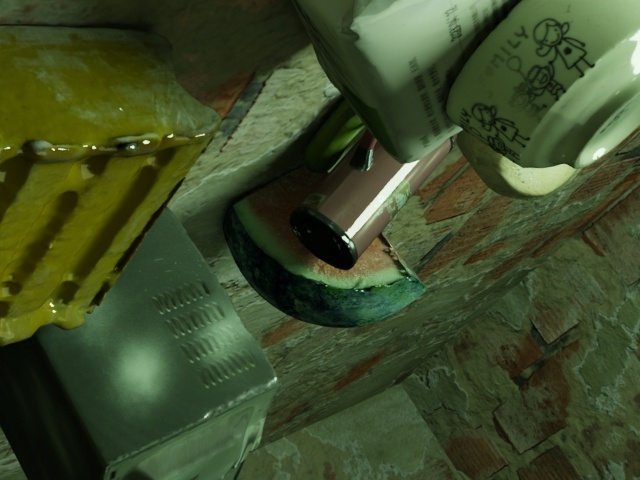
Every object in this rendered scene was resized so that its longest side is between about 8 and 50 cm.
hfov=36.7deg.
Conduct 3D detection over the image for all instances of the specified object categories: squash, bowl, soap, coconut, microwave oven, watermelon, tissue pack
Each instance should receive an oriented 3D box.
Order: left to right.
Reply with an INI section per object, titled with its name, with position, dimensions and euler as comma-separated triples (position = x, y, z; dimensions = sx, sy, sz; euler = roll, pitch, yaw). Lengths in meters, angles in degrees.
[soap]
position = -0.293, -0.035, 0.900
dimensions = 0.294, 0.156, 0.335
euler = -10, 152, -44
[microwave oven]
position = -0.263, 0.215, 1.279
dimensions = 0.236, 0.374, 0.432
euler = -22, 155, -29
[watermelon]
position = 0.000, 0.000, 1.396
dimensions = 0.148, 0.319, 0.226
euler = 50, 56, -68
[squash]
position = 0.032, -0.154, 1.310
dimensions = 0.052, 0.052, 0.183
euler = -13, 155, -47
[tissue pack]
position = 0.109, -0.256, 0.932
dimensions = 0.266, 0.193, 0.356
euler = -38, 162, 1
[coconut]
position = 0.314, -0.178, 1.508
dimensions = 0.202, 0.222, 0.202
euler = -5, 123, -7
[bowl]
position = 0.250, -0.156, 0.929
dimensions = 0.238, 0.126, 0.237
euler = -35, 161, -14

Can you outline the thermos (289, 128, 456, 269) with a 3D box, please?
[thermos]
position = 0.094, -0.123, 1.337
dimensions = 0.330, 0.136, 0.110
euler = -49, -153, -22
